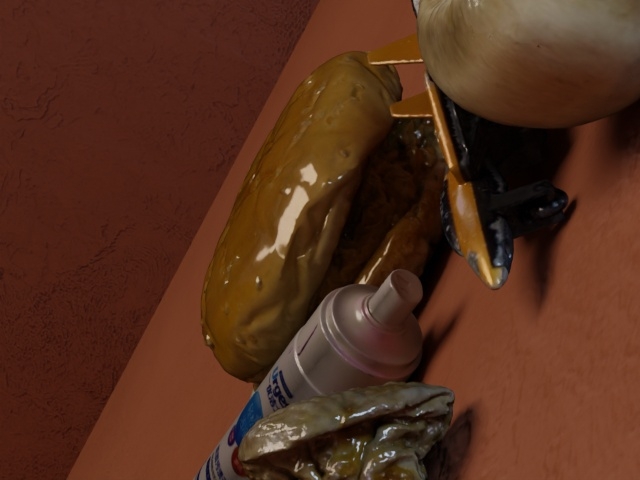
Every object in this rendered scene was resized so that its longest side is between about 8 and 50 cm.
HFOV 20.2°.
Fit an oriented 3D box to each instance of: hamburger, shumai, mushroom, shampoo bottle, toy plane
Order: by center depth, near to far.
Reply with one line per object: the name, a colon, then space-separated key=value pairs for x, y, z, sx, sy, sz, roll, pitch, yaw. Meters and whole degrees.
mushroom: x=0.138 y=-0.209 z=1.104 sx=0.254 sy=0.234 sz=0.260 roll=-45 pitch=19 yaw=52
shumai: x=0.021 y=0.157 z=1.144 sx=0.145 sy=0.145 sz=0.116 roll=135 pitch=123 yaw=-63
toy plane: x=0.114 y=-0.067 z=1.242 sx=0.103 sy=0.204 sz=0.316 roll=-24 pitch=32 yaw=3
shampoo bottle: x=-0.004 y=0.129 z=1.385 sx=0.303 sy=0.092 sz=0.092 roll=-55 pitch=12 yaw=40
hamburger: x=0.000 y=0.000 z=1.537 sx=0.318 sy=0.158 sz=0.318 roll=-62 pitch=7 yaw=14

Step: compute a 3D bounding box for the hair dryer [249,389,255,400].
hair dryer: x=-0.027 y=0.086 z=1.788 sx=0.131 sy=0.073 sz=0.236 roll=134 pitch=152 yaw=-67
